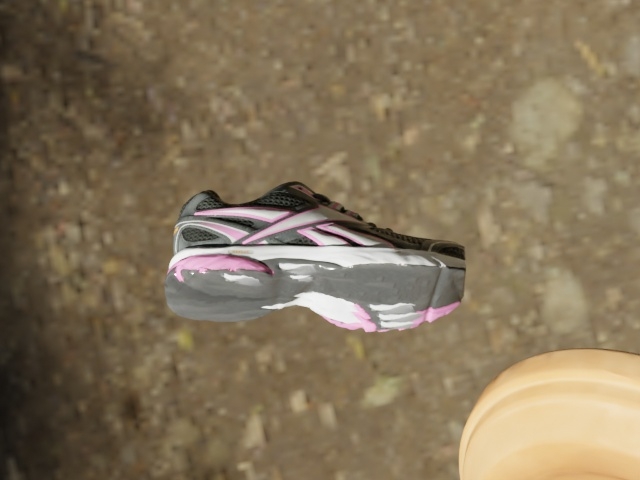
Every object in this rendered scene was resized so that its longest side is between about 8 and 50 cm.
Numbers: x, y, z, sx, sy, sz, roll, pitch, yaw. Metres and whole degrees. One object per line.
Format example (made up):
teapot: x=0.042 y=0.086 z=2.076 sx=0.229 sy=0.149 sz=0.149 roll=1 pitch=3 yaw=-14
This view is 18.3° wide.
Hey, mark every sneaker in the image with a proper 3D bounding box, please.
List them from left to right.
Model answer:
sneaker: x=0.000 y=0.000 z=1.138 sx=0.072 sy=0.178 sz=0.077 roll=114 pitch=157 yaw=-53

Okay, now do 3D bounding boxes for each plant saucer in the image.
plant saucer: x=0.141 y=0.133 z=0.827 sx=0.200 sy=0.037 sz=0.200 roll=24 pitch=139 yaw=23
